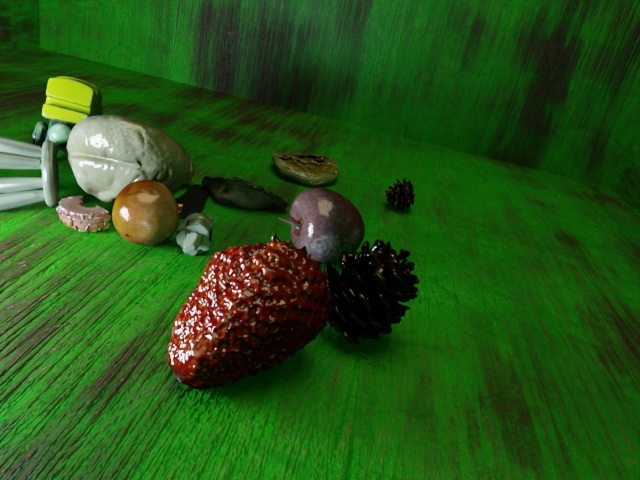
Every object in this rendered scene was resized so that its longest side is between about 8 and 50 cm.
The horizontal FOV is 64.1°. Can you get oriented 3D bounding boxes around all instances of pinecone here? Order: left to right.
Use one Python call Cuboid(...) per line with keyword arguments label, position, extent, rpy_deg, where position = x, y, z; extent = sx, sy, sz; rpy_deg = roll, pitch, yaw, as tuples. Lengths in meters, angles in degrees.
Cuboid(label="pinecone", position=(0.109, 0.123, 1.225), extent=(0.224, 0.272, 0.224), rpy_deg=(41, 26, -26))
Cuboid(label="pinecone", position=(0.330, -0.191, 2.124), extent=(0.120, 0.140, 0.140), rpy_deg=(-11, 20, 17))

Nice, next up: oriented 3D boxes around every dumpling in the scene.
Cuboid(label="dumpling", position=(-0.280, -0.160, 1.813), extent=(0.331, 0.086, 0.166), rpy_deg=(14, -7, 3))

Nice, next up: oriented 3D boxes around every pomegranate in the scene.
Cuboid(label="pomegranate", position=(-0.483, -0.073, 1.427), extent=(0.191, 0.191, 0.191), rpy_deg=(11, 25, -5))

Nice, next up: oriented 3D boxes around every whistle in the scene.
Cuboid(label="whistle", position=(-0.357, -0.017, 1.461), extent=(0.110, 0.092, 0.244), rpy_deg=(-19, 24, 0))

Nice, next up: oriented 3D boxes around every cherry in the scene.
Cuboid(label="cherry", position=(0.009, -0.045, 1.556), extent=(0.285, 0.236, 0.212), rpy_deg=(10, -18, -27))

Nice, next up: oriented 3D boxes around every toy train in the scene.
Cuboid(label="toy train", position=(-0.836, -0.400, 1.731), extent=(0.179, 0.273, 0.442), rpy_deg=(12, 0, -19))

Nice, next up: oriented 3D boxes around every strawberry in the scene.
Cuboid(label="strawberry", position=(-0.163, 0.159, 1.057), extent=(0.311, 0.267, 0.351), rpy_deg=(2, 41, 51))

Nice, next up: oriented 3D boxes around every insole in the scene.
Cuboid(label="insole", position=(-0.450, -0.139, 1.771), extent=(0.110, 0.012, 0.309), rpy_deg=(13, 25, -5))

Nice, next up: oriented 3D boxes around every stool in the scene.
Cuboid(label="stool", position=(-0.873, -0.194, 1.480), extent=(0.198, 0.196, 0.195), rpy_deg=(-2, 29, -20))

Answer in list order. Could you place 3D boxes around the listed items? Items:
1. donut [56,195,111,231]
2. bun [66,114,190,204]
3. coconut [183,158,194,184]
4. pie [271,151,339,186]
Cuboid(label="donut", position=(-0.686, -0.072, 1.456), extent=(0.166, 0.065, 0.117), rpy_deg=(26, 26, 28))
Cuboid(label="bun", position=(-0.583, -0.215, 1.550), extent=(0.364, 0.220, 0.365), rpy_deg=(3, -18, 1))
Cuboid(label="coconut", position=(-0.519, -0.257, 1.866), extent=(0.122, 0.116, 0.116), rpy_deg=(-14, 36, -37))
Cuboid(label="pie", position=(-0.069, -0.333, 2.285), extent=(0.338, 0.077, 0.339), rpy_deg=(11, 24, -5))
